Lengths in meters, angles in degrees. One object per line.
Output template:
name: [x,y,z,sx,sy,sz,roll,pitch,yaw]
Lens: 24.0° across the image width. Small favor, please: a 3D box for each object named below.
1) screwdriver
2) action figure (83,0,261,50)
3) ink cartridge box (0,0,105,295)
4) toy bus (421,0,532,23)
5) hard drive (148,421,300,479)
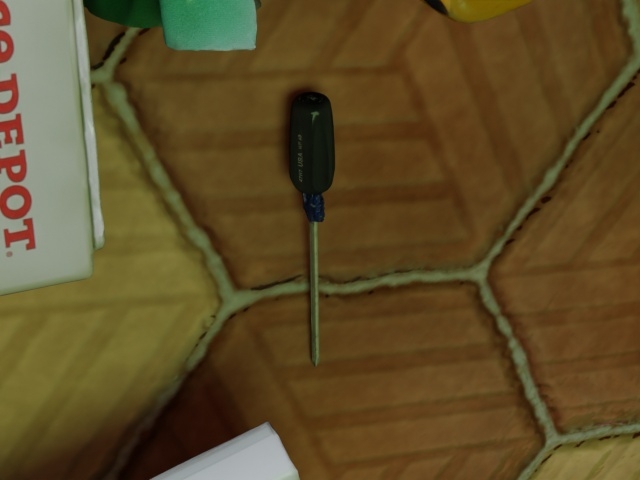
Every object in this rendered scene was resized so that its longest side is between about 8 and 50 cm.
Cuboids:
screwdriver: [0.000,0.000,0.763,0.025,0.024,0.170,0,126,8]
action figure: [-0.074,-0.195,0.560,0.063,0.137,0.232,-29,123,-36]
ink cartridge box: [-0.233,-0.070,0.546,0.278,0.117,0.201,-12,124,-18]
toy bus: [0.140,-0.216,0.589,0.333,0.108,0.130,-36,143,-17]
hard drive: [-0.144,0.218,0.782,0.308,0.040,0.203,-26,147,-9]
